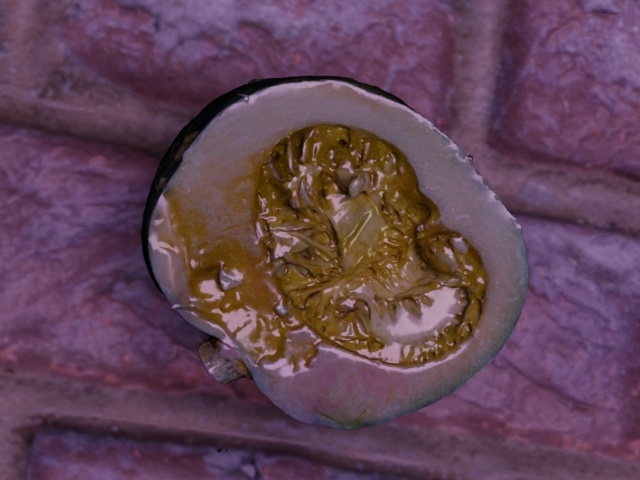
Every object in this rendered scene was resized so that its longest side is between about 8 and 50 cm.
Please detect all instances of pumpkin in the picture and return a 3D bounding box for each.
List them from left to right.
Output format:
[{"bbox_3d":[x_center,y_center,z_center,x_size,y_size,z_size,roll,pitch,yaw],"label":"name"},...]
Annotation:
[{"bbox_3d":[0.000,0.000,1.319,0.263,0.197,0.293,-40,101,0],"label":"pumpkin"}]
